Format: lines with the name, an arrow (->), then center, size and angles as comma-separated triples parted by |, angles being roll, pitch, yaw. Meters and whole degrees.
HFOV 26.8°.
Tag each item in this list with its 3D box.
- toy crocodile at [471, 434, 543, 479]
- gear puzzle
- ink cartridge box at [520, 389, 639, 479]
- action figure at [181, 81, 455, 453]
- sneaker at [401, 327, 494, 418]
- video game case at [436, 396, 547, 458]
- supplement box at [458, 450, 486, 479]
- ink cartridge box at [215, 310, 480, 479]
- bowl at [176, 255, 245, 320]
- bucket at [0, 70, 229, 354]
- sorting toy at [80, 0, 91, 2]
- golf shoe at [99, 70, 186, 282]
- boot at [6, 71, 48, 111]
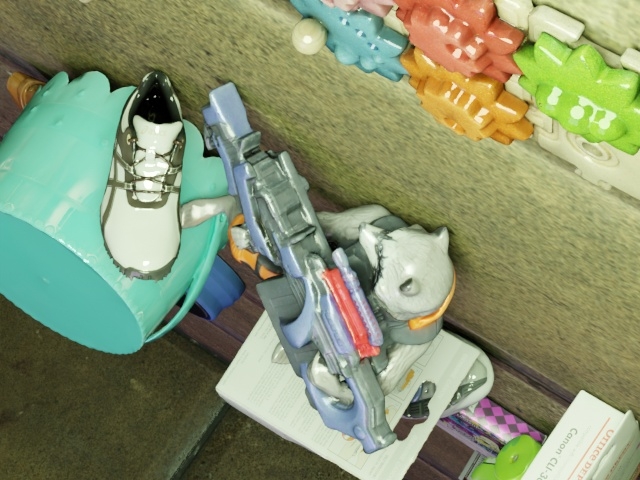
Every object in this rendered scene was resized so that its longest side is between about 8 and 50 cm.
toy crocodile -> 0.292, 0.301, 1.536 | 0.115, 0.105, 0.340 | 40, 159, -25
gear puzzle -> 0.112, -0.068, 0.714 | 0.339, 0.044, 0.175 | 31, 168, 19
ink cartridge box -> 0.263, 0.226, 1.338 | 0.067, 0.115, 0.198 | 30, 167, 26
action figure -> 0.000, 0.000, 1.210 | 0.330, 0.178, 0.341 | 5, 119, 58
sneaker -> 0.125, 0.154, 1.533 | 0.129, 0.111, 0.297 | 9, 170, -21
video game case -> 0.179, 0.222, 1.759 | 0.232, 0.042, 0.210 | 33, 168, 11
supplement box -> 0.320, 0.371, 1.897 | 0.130, 0.073, 0.239 | 39, 169, -30
ink cartridge box -> 0.029, 0.140, 1.403 | 0.224, 0.181, 0.056 | 29, 168, 19
bowl -> -0.299, -0.004, 2.131 | 0.391, 0.077, 0.391 | 33, 169, 7
bucket -> -0.237, -0.022, 1.412 | 0.281, 0.183, 0.281 | 26, 152, 15
sorting toy -> -0.214, -0.220, 1.118 | 0.062, 0.012, 0.083 | 34, 167, -19
golf shoe -> -0.160, -0.062, 1.214 | 0.077, 0.198, 0.094 | 1, 154, -11
boot -> -0.280, -0.123, 1.598 | 0.152, 0.073, 0.197 | 28, 159, 37
